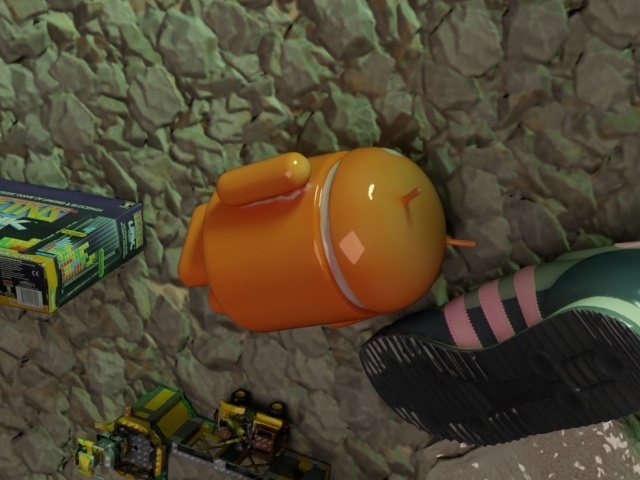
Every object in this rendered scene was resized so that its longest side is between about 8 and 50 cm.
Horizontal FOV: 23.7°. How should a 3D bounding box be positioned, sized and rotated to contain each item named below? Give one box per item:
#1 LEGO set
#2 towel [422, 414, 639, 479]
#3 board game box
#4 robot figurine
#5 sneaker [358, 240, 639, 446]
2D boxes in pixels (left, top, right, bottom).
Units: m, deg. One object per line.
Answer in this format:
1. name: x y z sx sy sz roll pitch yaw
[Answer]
1. LEGO set: -0.121 0.305 1.296 0.255 0.192 0.331 24 120 17
2. towel: 0.213 0.243 1.179 0.187 0.049 0.282 -34 93 35
3. board game box: -0.254 0.000 1.264 0.170 0.141 0.048 10 117 24
4. robot figurine: 0.001 0.001 1.141 0.219 0.128 0.158 -10 103 32
5. sneaker: 0.158 0.069 1.108 0.319 0.131 0.112 -13 115 54
